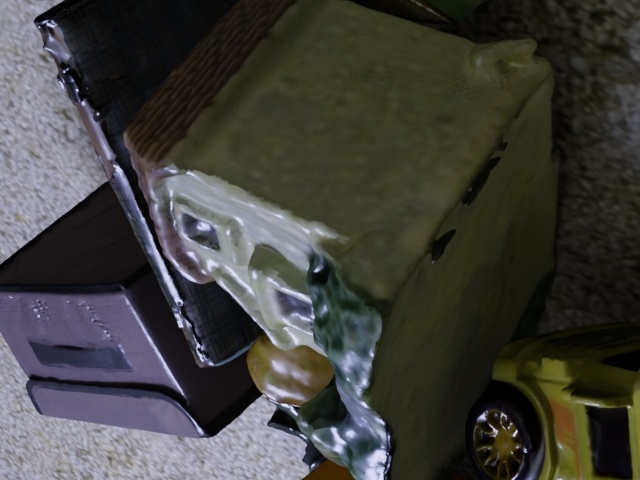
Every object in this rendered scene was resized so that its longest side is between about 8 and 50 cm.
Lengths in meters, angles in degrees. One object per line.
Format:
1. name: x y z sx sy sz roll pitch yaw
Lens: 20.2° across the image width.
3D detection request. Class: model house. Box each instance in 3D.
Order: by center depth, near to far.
1. model house: 0.000 0.000 1.221 0.266 0.261 0.321 26 153 22

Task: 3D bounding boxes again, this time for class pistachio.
1. pistachio: 0.036 0.081 1.421 0.189 0.100 0.110 2 114 -5

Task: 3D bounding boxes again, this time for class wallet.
1. wallet: -0.086 -0.069 1.380 0.044 0.169 0.317 19 138 56

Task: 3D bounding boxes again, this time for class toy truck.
1. toy truck: 0.238 0.259 1.190 0.254 0.180 0.405 -4 92 51

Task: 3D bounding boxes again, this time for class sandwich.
1. sandwich: 0.056 -0.194 1.186 0.116 0.074 0.074 14 132 39

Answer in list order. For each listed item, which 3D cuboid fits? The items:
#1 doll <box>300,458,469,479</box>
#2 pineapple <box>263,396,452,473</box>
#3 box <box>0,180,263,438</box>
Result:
1. doll: 0.028 0.259 1.287 0.213 0.236 0.214 1 92 35
2. pineapple: 0.066 0.270 1.513 0.223 0.223 0.357 -6 108 50
3. box: -0.144 0.051 1.547 0.252 0.188 0.153 1 124 51
